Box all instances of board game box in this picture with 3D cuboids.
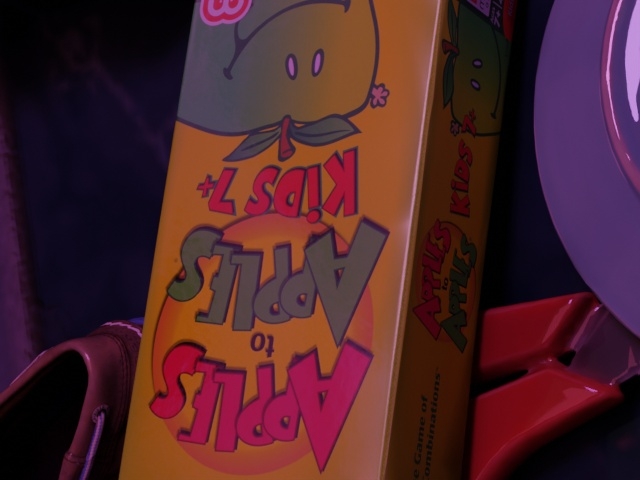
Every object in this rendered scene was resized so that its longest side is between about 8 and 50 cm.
[{"bbox_3d":[0.000,0.000,0.586,0.092,0.043,0.181,-2,73,34],"label":"board game box"}]

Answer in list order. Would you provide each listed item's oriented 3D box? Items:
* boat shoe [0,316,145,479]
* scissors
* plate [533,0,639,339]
[{"bbox_3d":[-0.112,0.094,0.650,0.066,0.066,0.183,46,107,31],"label":"boat shoe"},{"bbox_3d":[0.086,0.037,0.558,0.297,0.021,0.109,-13,69,30],"label":"scissors"},{"bbox_3d":[0.136,-0.051,0.523,0.188,0.024,0.188,-11,69,32],"label":"plate"}]
